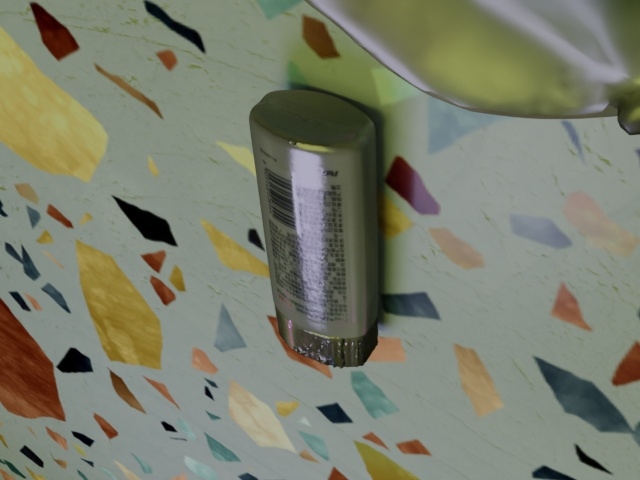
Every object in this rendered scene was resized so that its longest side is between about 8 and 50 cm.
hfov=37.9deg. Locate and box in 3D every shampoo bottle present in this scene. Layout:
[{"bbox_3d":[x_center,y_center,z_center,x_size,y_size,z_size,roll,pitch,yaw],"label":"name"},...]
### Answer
[{"bbox_3d":[0.000,0.000,0.676,0.086,0.056,0.227,20,140,24],"label":"shampoo bottle"}]

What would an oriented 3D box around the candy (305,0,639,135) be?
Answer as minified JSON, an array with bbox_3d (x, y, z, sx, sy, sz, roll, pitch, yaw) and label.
[{"bbox_3d":[0.051,-0.250,0.253,0.386,0.186,0.427,28,141,4],"label":"candy"}]
